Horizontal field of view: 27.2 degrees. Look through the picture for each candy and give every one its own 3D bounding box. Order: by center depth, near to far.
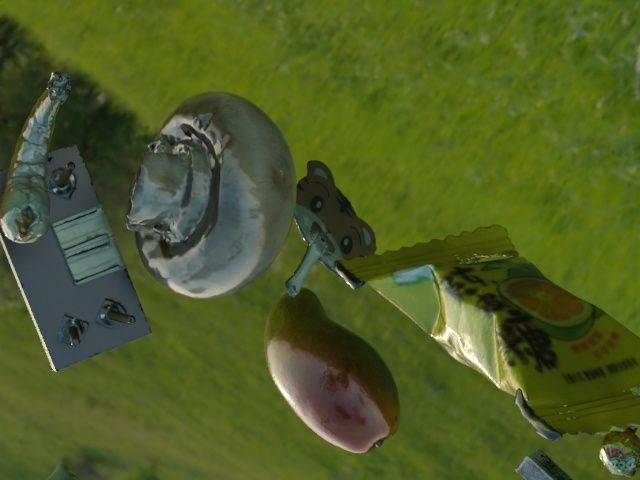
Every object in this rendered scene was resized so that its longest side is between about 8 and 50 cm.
[{"bbox_3d":[0.162,0.071,1.087,0.297,0.187,0.081,44,133,48],"label":"candy"},{"bbox_3d":[0.413,0.227,1.749,0.061,0.201,0.060,15,135,15],"label":"candy"}]

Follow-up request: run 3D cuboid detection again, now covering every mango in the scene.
[{"bbox_3d":[0.005,0.187,1.909,0.129,0.146,0.289,22,-166,-48],"label":"mango"}]

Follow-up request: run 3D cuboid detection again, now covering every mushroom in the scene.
[{"bbox_3d":[-0.127,-0.052,1.429,0.178,0.226,0.226,20,163,-37],"label":"mushroom"}]

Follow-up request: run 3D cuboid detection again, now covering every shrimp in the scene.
[{"bbox_3d":[-0.283,-0.085,1.348,0.049,0.161,0.166,18,113,-22],"label":"shrimp"}]

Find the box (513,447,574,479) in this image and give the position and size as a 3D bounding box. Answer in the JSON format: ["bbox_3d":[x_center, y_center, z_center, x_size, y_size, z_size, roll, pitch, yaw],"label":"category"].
[{"bbox_3d":[0.379,0.390,1.944,0.207,0.050,0.041,42,121,23],"label":"box"}]

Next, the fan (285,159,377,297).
[{"bbox_3d":[0.000,0.000,1.667,0.008,0.226,0.152,-26,108,34],"label":"fan"}]

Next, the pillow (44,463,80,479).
[{"bbox_3d":[-0.287,0.389,1.330,0.310,0.312,0.119,29,142,38],"label":"pillow"}]

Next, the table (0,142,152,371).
[{"bbox_3d":[-0.288,0.018,1.509,0.240,0.122,0.111,68,163,-3],"label":"table"}]
